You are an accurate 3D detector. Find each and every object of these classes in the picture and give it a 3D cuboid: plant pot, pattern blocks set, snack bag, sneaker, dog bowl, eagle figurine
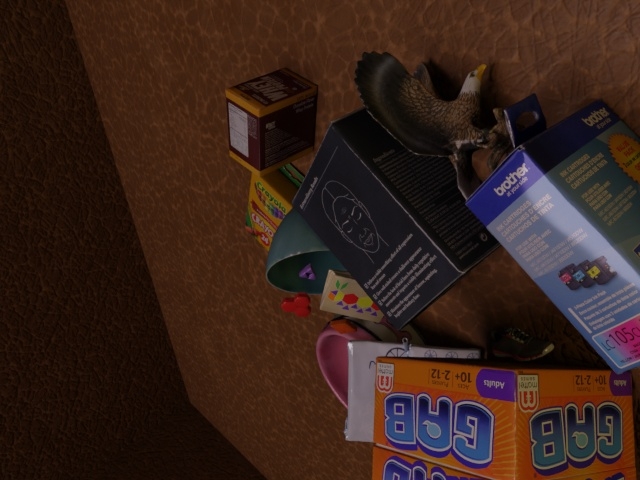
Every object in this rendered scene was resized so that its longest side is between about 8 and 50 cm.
[{"bbox_3d":[0.000,0.000,1.473,0.290,0.290,0.196,131,141,-56],"label":"plant pot"},{"bbox_3d":[0.091,0.140,1.424,0.324,0.026,0.285,20,130,-15],"label":"pattern blocks set"},{"bbox_3d":[0.227,0.402,1.439,0.342,0.037,0.323,4,110,10],"label":"snack bag"},{"bbox_3d":[0.433,0.223,1.229,0.157,0.061,0.065,-14,97,55],"label":"sneaker"},{"bbox_3d":[0.152,0.372,1.636,0.407,0.150,0.408,32,138,34],"label":"dog bowl"},{"bbox_3d":[0.224,-0.225,1.016,0.298,0.225,0.226,25,151,34],"label":"eagle figurine"}]

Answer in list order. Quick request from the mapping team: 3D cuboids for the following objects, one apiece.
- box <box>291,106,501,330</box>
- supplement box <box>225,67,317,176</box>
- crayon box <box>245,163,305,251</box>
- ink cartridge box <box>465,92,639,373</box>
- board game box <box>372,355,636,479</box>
[{"bbox_3d":[0.166,-0.058,1.220,0.395,0.212,0.294,50,146,12],"label":"box"},{"bbox_3d":[-0.123,-0.303,1.426,0.129,0.191,0.194,37,142,30],"label":"supplement box"},{"bbox_3d":[-0.128,-0.094,1.702,0.202,0.081,0.319,43,143,24],"label":"crayon box"},{"bbox_3d":[0.412,-0.043,0.849,0.395,0.270,0.151,50,142,13],"label":"ink cartridge box"},{"bbox_3d":[0.351,0.421,1.102,0.356,0.356,0.357,-12,72,56],"label":"board game box"}]
